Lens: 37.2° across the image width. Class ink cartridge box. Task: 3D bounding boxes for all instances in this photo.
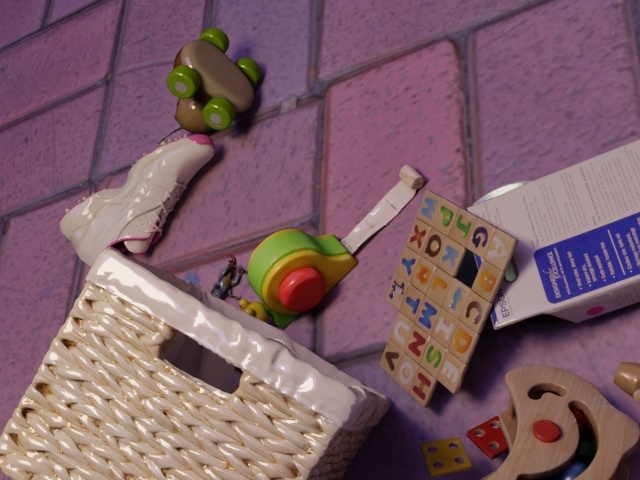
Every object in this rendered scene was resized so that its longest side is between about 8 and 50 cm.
[{"bbox_3d":[0.360,-0.022,1.094,0.371,0.069,0.176,-20,55,16],"label":"ink cartridge box"}]

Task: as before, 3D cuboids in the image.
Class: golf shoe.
[{"bbox_3d":[-0.290,-0.058,1.609,0.306,0.115,0.140,-35,74,10],"label":"golf shoe"}]

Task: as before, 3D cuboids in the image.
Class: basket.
[{"bbox_3d":[-0.129,0.211,1.091,0.328,0.331,0.266,29,85,13],"label":"basket"}]

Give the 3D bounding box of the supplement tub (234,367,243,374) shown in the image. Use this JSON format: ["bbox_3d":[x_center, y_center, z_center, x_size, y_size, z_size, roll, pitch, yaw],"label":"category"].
[{"bbox_3d":[-0.146,0.210,1.322,0.198,0.106,0.106,-45,46,4],"label":"supplement tub"}]

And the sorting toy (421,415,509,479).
[{"bbox_3d":[0.220,0.294,1.005,0.132,0.046,0.274,-24,38,-25],"label":"sorting toy"}]

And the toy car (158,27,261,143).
[{"bbox_3d":[-0.218,-0.243,1.638,0.188,0.149,0.155,-34,21,41],"label":"toy car"}]

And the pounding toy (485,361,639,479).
[{"bbox_3d":[0.243,0.188,0.977,0.154,0.155,0.269,24,43,30],"label":"pounding toy"}]

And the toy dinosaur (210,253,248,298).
[{"bbox_3d":[-0.146,0.074,1.464,0.082,0.047,0.090,-54,12,9],"label":"toy dinosaur"}]

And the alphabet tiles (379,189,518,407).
[{"bbox_3d":[0.142,0.075,1.179,0.198,0.009,0.237,38,111,58],"label":"alphabet tiles"}]

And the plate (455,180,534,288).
[{"bbox_3d":[0.250,0.011,1.206,0.188,0.024,0.188,-17,56,27],"label":"plate"}]

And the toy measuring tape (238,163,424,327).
[{"bbox_3d":[0.000,0.000,1.336,0.330,0.121,0.121,-45,47,5],"label":"toy measuring tape"}]
